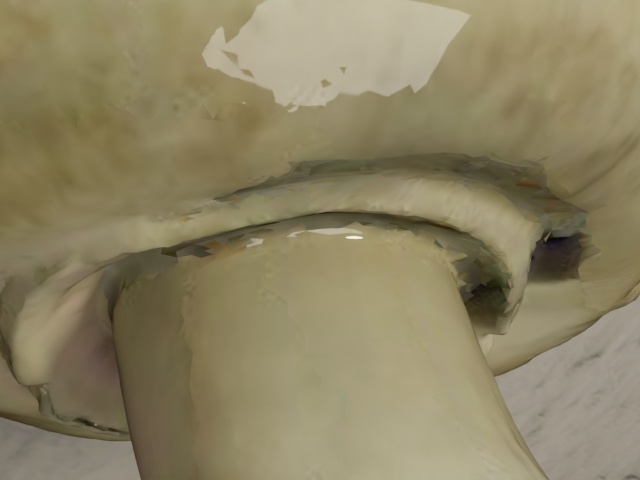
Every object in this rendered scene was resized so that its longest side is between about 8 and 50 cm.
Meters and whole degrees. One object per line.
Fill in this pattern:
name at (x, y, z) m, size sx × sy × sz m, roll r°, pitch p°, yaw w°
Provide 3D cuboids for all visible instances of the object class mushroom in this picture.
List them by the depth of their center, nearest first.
mushroom at (0.001, -0.036, 0.541) m, size 0.315 × 0.356 × 0.315 m, roll -18°, pitch 117°, yaw -41°
